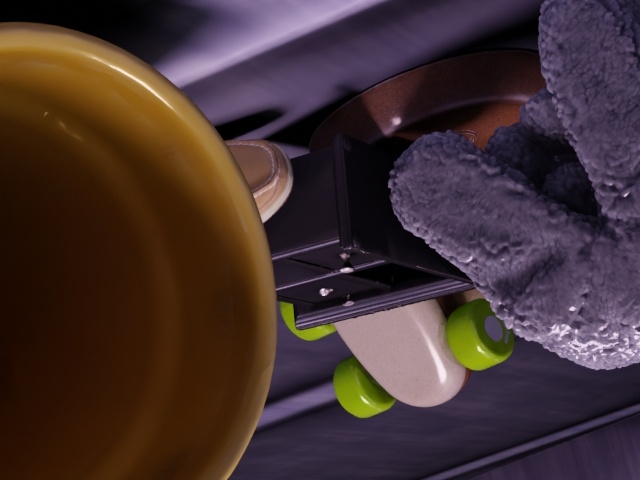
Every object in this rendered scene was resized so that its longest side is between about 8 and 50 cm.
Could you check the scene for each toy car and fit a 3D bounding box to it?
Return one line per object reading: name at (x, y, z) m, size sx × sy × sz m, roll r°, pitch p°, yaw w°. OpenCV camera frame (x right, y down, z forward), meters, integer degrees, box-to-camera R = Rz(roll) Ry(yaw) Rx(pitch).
toy car at (0.091, 0.032, 1.289) m, size 0.155 × 0.149 × 0.188 m, roll -28°, pitch -170°, yaw 41°

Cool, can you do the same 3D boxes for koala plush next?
koala plush at (0.196, -0.014, 0.975) m, size 0.196 × 0.203 × 0.221 m, roll -46°, pitch 152°, yaw 19°

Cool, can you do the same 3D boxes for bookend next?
bookend at (0.000, 0.000, 1.041) m, size 0.156 × 0.072 × 0.157 m, roll -15°, pitch 161°, yaw 33°

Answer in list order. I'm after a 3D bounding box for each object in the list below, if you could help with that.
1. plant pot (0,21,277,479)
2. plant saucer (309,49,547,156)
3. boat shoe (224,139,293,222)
plant pot at (-0.191, 0.039, 0.806) m, size 0.254 × 0.254 × 0.239 m, roll -2°, pitch 174°, yaw -41°
plant saucer at (0.077, -0.072, 1.045) m, size 0.168 × 0.029 × 0.168 m, roll -16°, pitch 164°, yaw -5°
boat shoe at (-0.111, -0.023, 0.957) m, size 0.190 × 0.068 × 0.072 m, roll -19°, pitch 152°, yaw 6°
